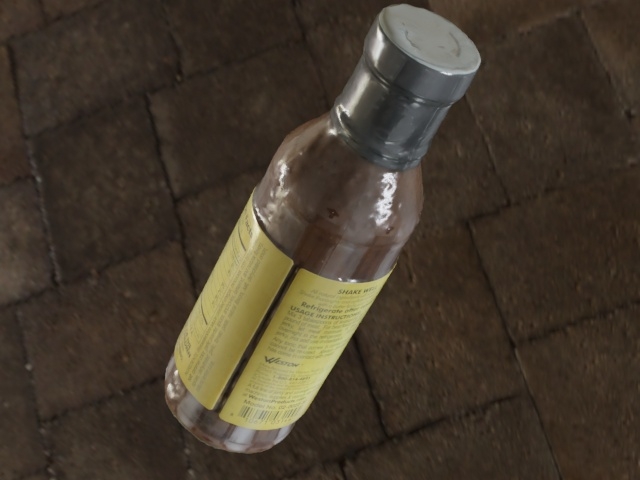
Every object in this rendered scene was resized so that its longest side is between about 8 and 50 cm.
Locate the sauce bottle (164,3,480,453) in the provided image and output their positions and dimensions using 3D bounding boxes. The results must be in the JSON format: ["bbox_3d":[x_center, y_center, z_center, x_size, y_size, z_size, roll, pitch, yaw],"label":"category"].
[{"bbox_3d":[0.000,0.000,0.943,0.111,0.344,0.111,20,37,-16],"label":"sauce bottle"}]
